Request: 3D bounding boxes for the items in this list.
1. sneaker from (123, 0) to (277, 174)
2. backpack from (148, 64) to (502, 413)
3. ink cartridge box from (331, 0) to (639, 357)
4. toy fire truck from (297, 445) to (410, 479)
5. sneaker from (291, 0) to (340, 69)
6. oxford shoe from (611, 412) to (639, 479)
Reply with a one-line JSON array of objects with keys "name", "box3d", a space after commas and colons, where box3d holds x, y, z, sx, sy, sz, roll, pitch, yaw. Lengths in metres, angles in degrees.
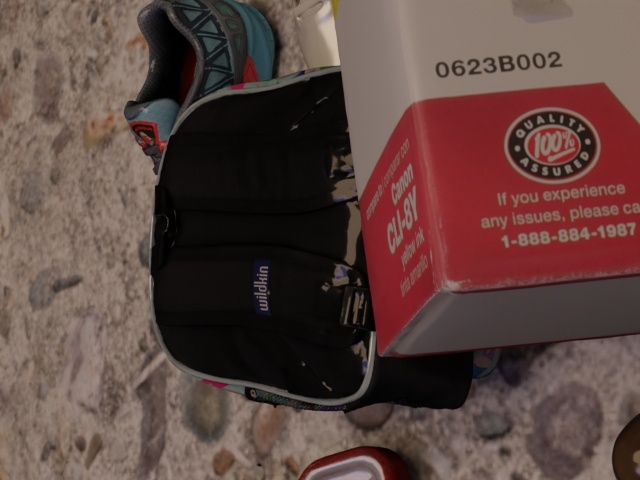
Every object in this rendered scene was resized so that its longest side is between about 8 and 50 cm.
[{"name": "sneaker", "box3d": [-0.111, -0.071, 1.066, 0.104, 0.125, 0.261, -10, 76, 41]}, {"name": "backpack", "box3d": [0.000, 0.000, 0.909, 0.254, 0.191, 0.225, 0, 85, 44]}, {"name": "ink cartridge box", "box3d": [0.151, -0.150, 0.725, 0.160, 0.279, 0.384, 110, 153, -72]}, {"name": "toy fire truck", "box3d": [-0.025, 0.314, 0.917, 0.254, 0.169, 0.302, -21, 69, 18]}, {"name": "sneaker", "box3d": [-0.012, -0.217, 1.024, 0.080, 0.094, 0.212, -18, 71, 37]}, {"name": "oxford shoe", "box3d": [0.249, 0.100, 0.736, 0.227, 0.096, 0.082, -24, 69, 39]}]
